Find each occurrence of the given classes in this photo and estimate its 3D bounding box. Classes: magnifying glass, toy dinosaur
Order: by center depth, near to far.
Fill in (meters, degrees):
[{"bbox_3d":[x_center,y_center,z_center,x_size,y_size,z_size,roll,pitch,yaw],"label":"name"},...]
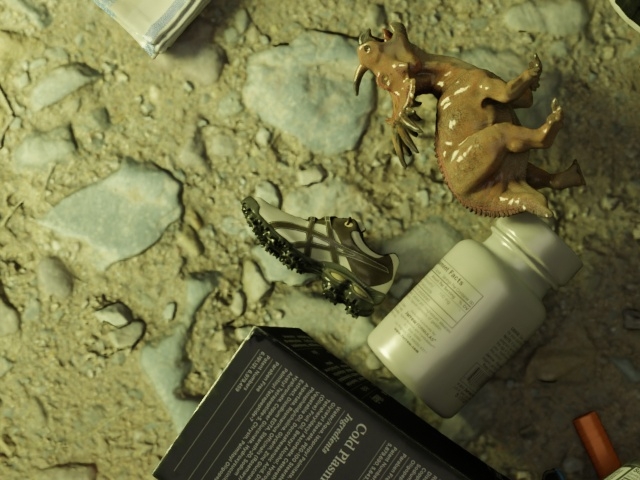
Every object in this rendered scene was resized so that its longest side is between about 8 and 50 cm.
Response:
[{"bbox_3d":[0.163,-0.109,1.504,0.200,0.127,0.296,-22,60,7],"label":"toy dinosaur"},{"bbox_3d":[0.345,0.301,1.543,0.092,0.026,0.231,-25,84,5],"label":"magnifying glass"}]

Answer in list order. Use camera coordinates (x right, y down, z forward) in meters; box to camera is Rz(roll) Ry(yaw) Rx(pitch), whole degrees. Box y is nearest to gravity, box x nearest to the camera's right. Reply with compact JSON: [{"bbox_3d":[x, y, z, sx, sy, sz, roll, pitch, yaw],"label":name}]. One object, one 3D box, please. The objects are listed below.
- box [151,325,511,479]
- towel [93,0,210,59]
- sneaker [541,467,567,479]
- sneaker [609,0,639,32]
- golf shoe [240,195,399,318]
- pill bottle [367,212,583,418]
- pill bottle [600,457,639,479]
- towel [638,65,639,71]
[{"bbox_3d":[0.031,0.247,1.420,0.312,0.343,0.179,34,90,8],"label":"box"},{"bbox_3d":[-0.227,-0.381,1.635,0.285,0.034,0.209,42,92,7],"label":"towel"},{"bbox_3d":[0.234,0.344,1.531,0.078,0.067,0.188,17,92,1],"label":"sneaker"},{"bbox_3d":[0.345,-0.323,1.523,0.079,0.121,0.217,-28,85,5],"label":"sneaker"},{"bbox_3d":[0.000,0.000,1.580,0.198,0.077,0.094,38,77,3],"label":"golf shoe"},{"bbox_3d":[0.173,0.073,1.519,0.131,0.131,0.229,44,93,6],"label":"pill bottle"},{"bbox_3d":[0.321,0.316,1.447,0.245,0.130,0.130,-29,84,-23],"label":"pill bottle"},{"bbox_3d":[0.570,-0.235,1.519,0.271,0.040,0.370,43,92,-1],"label":"towel"}]
